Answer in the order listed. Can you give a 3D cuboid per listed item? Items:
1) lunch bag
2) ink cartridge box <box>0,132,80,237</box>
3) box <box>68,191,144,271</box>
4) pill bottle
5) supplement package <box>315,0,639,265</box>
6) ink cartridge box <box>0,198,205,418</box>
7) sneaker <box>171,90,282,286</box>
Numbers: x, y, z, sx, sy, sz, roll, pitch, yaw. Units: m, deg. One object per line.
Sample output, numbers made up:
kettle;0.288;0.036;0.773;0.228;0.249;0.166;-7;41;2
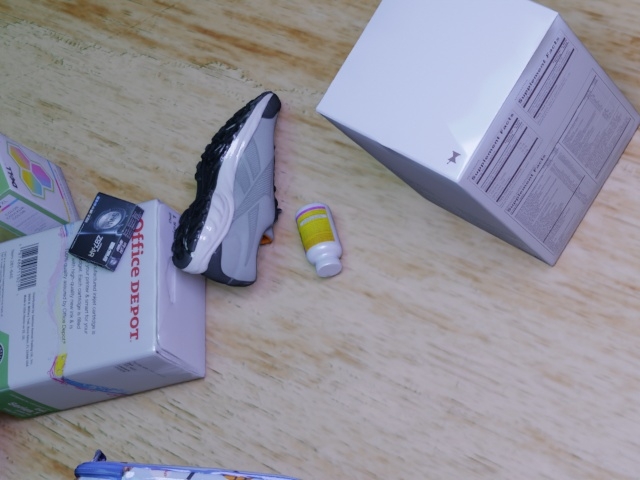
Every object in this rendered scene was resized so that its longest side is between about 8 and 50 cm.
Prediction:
lunch bag;-0.123;0.300;1.712;0.304;0.243;0.114;8;76;3
ink cartridge box;-0.400;-0.074;2.077;0.062;0.209;0.109;-35;57;14
box;-0.254;-0.011;1.940;0.067;0.018;0.083;19;78;36
pill bottle;0.000;0.000;1.913;0.043;0.043;0.083;-28;58;18
supplement package;0.174;-0.135;1.731;0.199;0.263;0.198;30;87;35
ink cartridge box;-0.282;0.087;1.998;0.278;0.117;0.201;-14;63;25
sneaker;-0.094;-0.061;1.972;0.100;0.108;0.271;-33;35;53
